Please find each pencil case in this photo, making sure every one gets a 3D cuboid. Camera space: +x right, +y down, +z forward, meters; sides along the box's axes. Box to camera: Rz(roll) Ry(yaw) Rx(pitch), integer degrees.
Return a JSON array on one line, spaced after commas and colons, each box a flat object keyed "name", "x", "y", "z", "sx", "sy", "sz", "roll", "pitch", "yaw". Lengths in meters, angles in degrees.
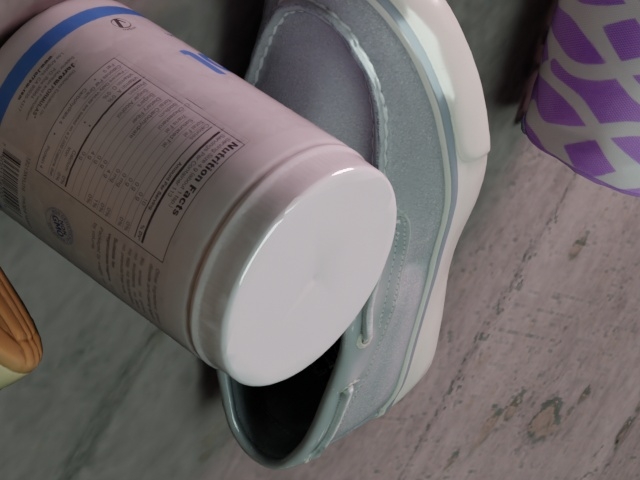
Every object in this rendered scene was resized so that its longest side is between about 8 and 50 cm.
[{"name": "pencil case", "x": 0.142, "y": -0.114, "z": 0.734, "sx": 0.088, "sy": 0.086, "sz": 0.206, "roll": -19, "pitch": 134, "yaw": -43}]

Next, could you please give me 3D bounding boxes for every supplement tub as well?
[{"name": "supplement tub", "x": -0.040, "y": -0.015, "z": 0.535, "sx": 0.071, "sy": 0.107, "sz": 0.071, "roll": -38, "pitch": 147, "yaw": -31}]

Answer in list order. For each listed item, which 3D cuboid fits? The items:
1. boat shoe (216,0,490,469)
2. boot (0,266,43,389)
[{"name": "boat shoe", "x": -0.001, "y": 0.000, "z": 0.641, "sx": 0.081, "sy": 0.079, "sz": 0.227, "roll": -43, "pitch": 152, "yaw": -31}, {"name": "boot", "x": -0.172, "y": 0.052, "z": 0.410, "sx": 0.203, "sy": 0.095, "sz": 0.262, "roll": -37, "pitch": -178, "yaw": 5}]
